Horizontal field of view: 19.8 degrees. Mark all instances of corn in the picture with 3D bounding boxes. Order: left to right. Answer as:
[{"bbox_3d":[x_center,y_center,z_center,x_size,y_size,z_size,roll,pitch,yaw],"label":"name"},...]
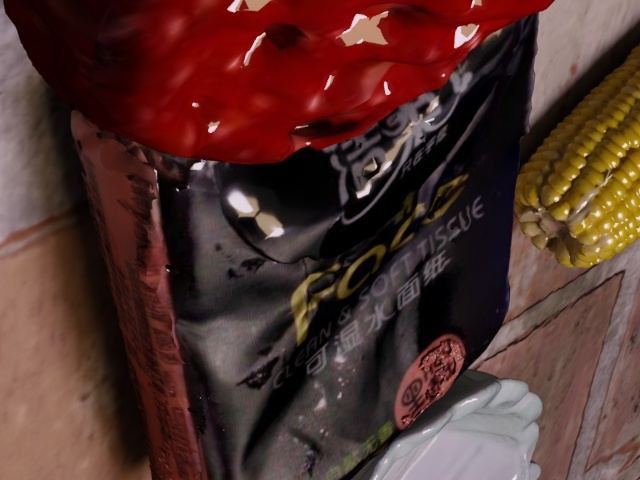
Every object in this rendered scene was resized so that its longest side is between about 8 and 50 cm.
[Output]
[{"bbox_3d":[0.227,-0.082,1.232,0.244,0.093,0.093,-46,149,-20],"label":"corn"}]

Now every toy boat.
[{"bbox_3d":[0.055,0.154,1.190,0.199,0.100,0.290,-49,153,3],"label":"toy boat"}]

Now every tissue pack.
[{"bbox_3d":[0.000,0.000,0.945,0.245,0.123,0.332,-42,148,-29],"label":"tissue pack"}]

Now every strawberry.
[{"bbox_3d":[0.009,-0.191,0.638,0.345,0.295,0.317,-52,163,27],"label":"strawberry"}]
